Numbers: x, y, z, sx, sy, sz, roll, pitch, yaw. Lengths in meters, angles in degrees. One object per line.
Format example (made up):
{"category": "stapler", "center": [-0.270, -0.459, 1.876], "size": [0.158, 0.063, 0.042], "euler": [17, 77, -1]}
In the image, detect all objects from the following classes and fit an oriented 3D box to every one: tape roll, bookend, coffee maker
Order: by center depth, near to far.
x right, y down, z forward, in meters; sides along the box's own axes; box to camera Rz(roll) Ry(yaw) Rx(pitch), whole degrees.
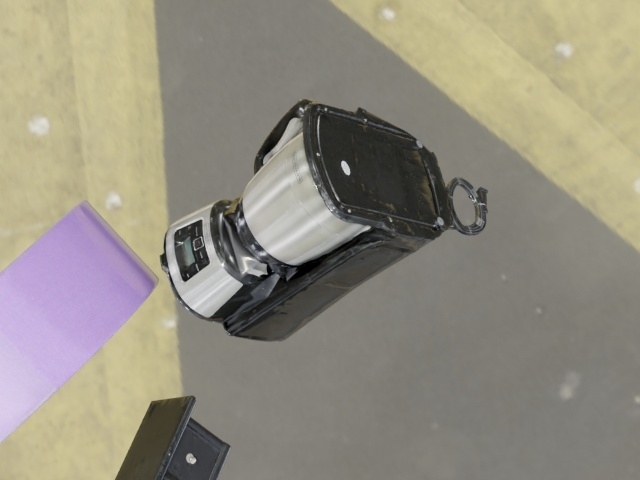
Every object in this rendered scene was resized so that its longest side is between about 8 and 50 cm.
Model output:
{"category": "coffee maker", "center": [0.000, 0.000, 1.113], "size": [0.171, 0.120, 0.178], "euler": [33, 134, -25]}
{"category": "tape roll", "center": [-0.254, 0.091, 1.169], "size": [0.275, 0.275, 0.090], "euler": [-40, 98, 8]}
{"category": "bookend", "center": [-0.128, 0.267, 1.544], "size": [0.072, 0.156, 0.157], "euler": [-13, 134, 46]}
